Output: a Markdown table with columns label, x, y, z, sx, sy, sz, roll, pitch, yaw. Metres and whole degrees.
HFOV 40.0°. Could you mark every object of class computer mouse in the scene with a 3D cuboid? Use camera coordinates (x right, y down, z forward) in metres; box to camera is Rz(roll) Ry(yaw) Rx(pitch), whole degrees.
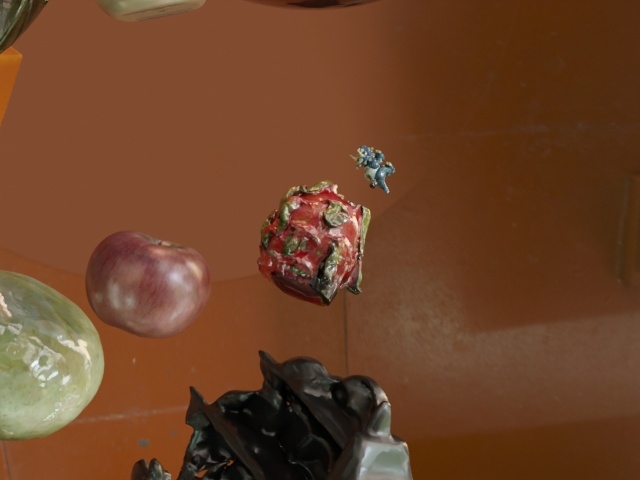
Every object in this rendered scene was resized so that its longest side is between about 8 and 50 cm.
| label | x | y | z | sx | sy | sz | roll | pitch | yaw |
| --- | --- | --- | --- | --- | --- | --- | --- | --- | --- |
| computer mouse | -0.214 | -0.329 | 1.120 | 0.145 | 0.236 | 0.082 | -12 | 103 | -1 |

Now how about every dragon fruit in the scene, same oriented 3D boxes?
| label | x | y | z | sx | sy | sz | roll | pitch | yaw |
| --- | --- | --- | --- | --- | --- | --- | --- | --- | --- |
| dragon fruit | 0.000 | 0.000 | 1.262 | 0.167 | 0.160 | 0.172 | 34 | 68 | -17 |

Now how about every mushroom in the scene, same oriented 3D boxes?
| label | x | y | z | sx | sy | sz | roll | pitch | yaw |
| --- | --- | --- | --- | --- | --- | --- | --- | --- | --- |
| mushroom | -0.553 | 0.206 | 1.561 | 0.352 | 0.352 | 0.260 | 26 | 109 | -17 |

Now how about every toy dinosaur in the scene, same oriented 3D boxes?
| label | x | y | z | sx | sy | sz | roll | pitch | yaw |
| --- | --- | --- | --- | --- | --- | --- | --- | --- | --- |
| toy dinosaur | 0.082 | -0.110 | 1.361 | 0.083 | 0.030 | 0.047 | 50 | 61 | -7 |

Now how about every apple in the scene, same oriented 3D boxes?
| label | x | y | z | sx | sy | sz | roll | pitch | yaw |
| --- | --- | --- | --- | --- | --- | --- | --- | --- | --- |
| apple | -0.212 | 0.056 | 1.075 | 0.153 | 0.153 | 0.120 | 18 | 93 | -15 |

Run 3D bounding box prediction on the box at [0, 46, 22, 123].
| label | x | y | z | sx | sy | sz | roll | pitch | yaw |
| --- | --- | --- | --- | --- | --- | --- | --- | --- | --- |
| box | -0.502 | -0.099 | 1.085 | 0.143 | 0.225 | 0.341 | 21 | 100 | -11 |

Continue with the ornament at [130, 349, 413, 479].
| label | x | y | z | sx | sy | sz | roll | pitch | yaw |
| --- | --- | --- | --- | --- | --- | --- | --- | --- | --- |
| ornament | -0.023 | 0.167 | 0.442 | 0.106 | 0.260 | 0.251 | -2 | 120 | -33 |

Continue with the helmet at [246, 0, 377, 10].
| label | x | y | z | sx | sy | sz | roll | pitch | yaw |
| --- | --- | --- | --- | --- | --- | --- | --- | --- | --- |
| helmet | -0.024 | -0.266 | 0.519 | 0.337 | 0.230 | 0.385 | -39 | 89 | -32 |

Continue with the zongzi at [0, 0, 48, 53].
| label | x | y | z | sx | sy | sz | roll | pitch | yaw |
| --- | --- | --- | --- | --- | --- | --- | --- | --- | --- |
| zongzi | -0.190 | -0.110 | 0.475 | 0.055 | 0.119 | 0.109 | 32 | 92 | 2 |
